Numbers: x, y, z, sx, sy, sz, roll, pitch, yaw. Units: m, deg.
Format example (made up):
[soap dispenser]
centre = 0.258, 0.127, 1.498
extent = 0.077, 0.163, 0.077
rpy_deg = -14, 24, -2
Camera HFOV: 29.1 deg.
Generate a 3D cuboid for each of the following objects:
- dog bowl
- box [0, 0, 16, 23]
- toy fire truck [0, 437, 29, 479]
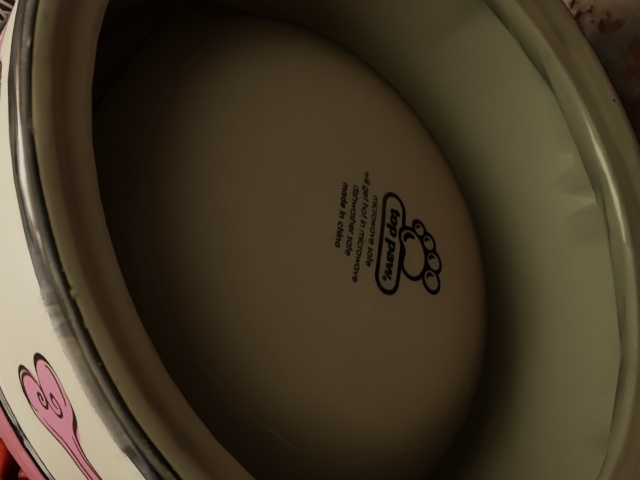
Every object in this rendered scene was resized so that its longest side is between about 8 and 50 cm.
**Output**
[dog bowl]
centre = 0.000, 0.000, 0.615
extent = 0.150, 0.408, 0.408
rpy_deg = -26, 63, 43
[box]
centre = -0.305, -0.318, 1.071
extent = 0.242, 0.076, 0.307
rpy_deg = -46, 58, 13
[toy fire truck]
centre = -0.276, 0.247, 0.859
extent = 0.302, 0.169, 0.254
rpy_deg = 4, 60, 32
